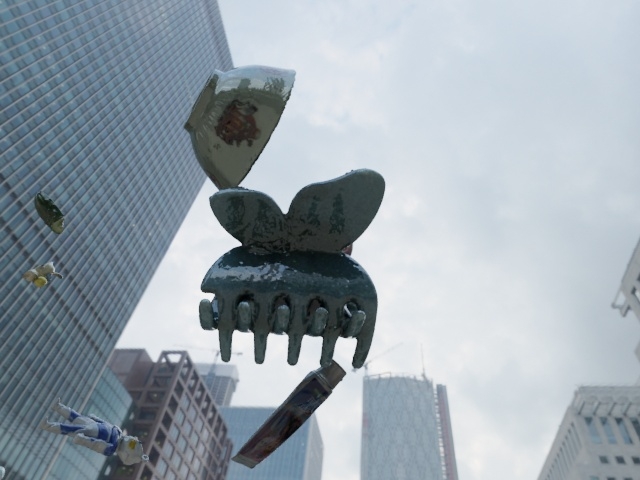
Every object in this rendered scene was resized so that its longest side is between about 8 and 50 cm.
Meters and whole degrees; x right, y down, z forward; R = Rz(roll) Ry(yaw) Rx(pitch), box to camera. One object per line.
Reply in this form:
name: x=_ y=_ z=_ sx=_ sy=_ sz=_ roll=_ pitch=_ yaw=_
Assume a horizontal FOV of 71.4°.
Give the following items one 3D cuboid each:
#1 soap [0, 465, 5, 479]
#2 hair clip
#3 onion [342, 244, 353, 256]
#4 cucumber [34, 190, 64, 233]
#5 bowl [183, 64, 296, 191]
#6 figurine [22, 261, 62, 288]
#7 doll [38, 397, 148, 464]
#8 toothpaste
soap: x=-0.467 y=0.244 z=0.471 sx=0.198 sy=0.119 sz=0.066 roll=24 pitch=-87 yaw=11
hair clip: x=-0.055 y=0.082 z=0.814 sx=0.319 sy=0.238 sz=0.392 roll=5 pitch=-44 yaw=-8
onion: x=0.009 y=-0.001 z=1.195 sx=0.177 sy=0.153 sz=0.177 roll=-19 pitch=-58 yaw=-33
cucumber: x=-0.656 y=-0.069 z=1.062 sx=0.107 sy=0.035 sz=0.067 roll=46 pitch=-47 yaw=12
bowl: x=-0.207 y=-0.280 z=1.012 sx=0.158 sy=0.337 sz=0.337 roll=28 pitch=-52 yaw=-23
figurine: x=-0.702 y=0.090 z=1.129 sx=0.051 sy=0.083 sz=0.047 roll=42 pitch=-64 yaw=1
doll: x=-0.461 y=0.406 z=0.934 sx=0.227 sy=0.114 sz=0.057 roll=37 pitch=-99 yaw=-15
toothpaste: x=-0.057 y=0.345 z=0.888 sx=0.266 sy=0.061 sz=0.096 roll=-44 pitch=-41 yaw=-13
